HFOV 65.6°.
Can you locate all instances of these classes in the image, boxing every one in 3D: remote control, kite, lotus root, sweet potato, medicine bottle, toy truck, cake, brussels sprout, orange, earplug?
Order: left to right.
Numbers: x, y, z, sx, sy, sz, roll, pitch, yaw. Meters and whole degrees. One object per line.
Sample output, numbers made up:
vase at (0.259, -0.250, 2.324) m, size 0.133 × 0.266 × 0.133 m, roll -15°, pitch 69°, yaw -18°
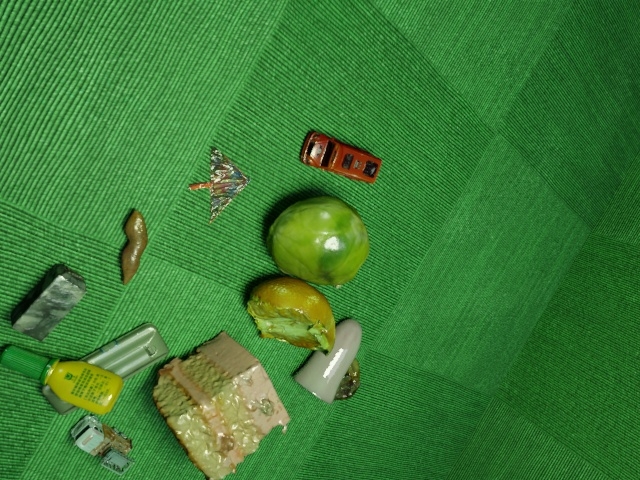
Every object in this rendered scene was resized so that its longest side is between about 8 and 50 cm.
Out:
medicine bottle at (-0.683, 0.358, 1.313) m, size 0.309 × 0.076 × 0.111 m, roll 29°, pitch 52°, yaw -16°
toy truck at (-0.641, 0.603, 1.465) m, size 0.080 × 0.115 × 0.177 m, roll -44°, pitch 124°, yaw -10°
remote control at (-0.608, 0.369, 1.425) m, size 0.336 × 0.066 × 0.127 m, roll -30°, pitch 124°, yaw -19°
sweet potato at (-0.509, 0.021, 1.359) m, size 0.065 × 0.051 × 0.218 m, roll 2°, pitch 108°, yaw -37°
cake at (-0.317, 0.493, 1.525) m, size 0.307 × 0.293 × 0.314 m, roll -34°, pitch 127°, yaw -24°
kite at (-0.291, -0.160, 1.451) m, size 0.189 × 0.009 × 0.232 m, roll -9°, pitch 113°, yaw -30°
orange at (-0.076, 0.241, 1.594) m, size 0.196 × 0.263 × 0.334 m, roll -47°, pitch 128°, yaw -28°
brussels sprout at (0.000, 0.000, 1.541) m, size 0.344 × 0.344 × 0.268 m, roll 28°, pitch 69°, yaw -37°
earplug at (0.053, 0.421, 1.814) m, size 0.172 × 0.172 × 0.301 m, roll 41°, pitch 79°, yaw -36°
toy truck at (0.068, -0.259, 1.576) m, size 0.253 × 0.114 × 0.107 m, roll 12°, pitch 103°, yaw -36°
lotus root at (0.089, 0.548, 1.933) m, size 0.183 × 0.078 × 0.203 m, roll -13°, pitch 113°, yaw -29°

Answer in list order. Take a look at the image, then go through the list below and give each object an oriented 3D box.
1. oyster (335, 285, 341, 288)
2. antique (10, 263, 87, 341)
oyster at (0.071, 0.070, 1.740) m, size 0.133 × 0.072 × 0.208 m, roll -38°, pitch 143°, yaw -39°
antique at (-0.691, 0.153, 1.273) m, size 0.183 × 0.088 × 0.086 m, roll -50°, pitch 127°, yaw -6°
